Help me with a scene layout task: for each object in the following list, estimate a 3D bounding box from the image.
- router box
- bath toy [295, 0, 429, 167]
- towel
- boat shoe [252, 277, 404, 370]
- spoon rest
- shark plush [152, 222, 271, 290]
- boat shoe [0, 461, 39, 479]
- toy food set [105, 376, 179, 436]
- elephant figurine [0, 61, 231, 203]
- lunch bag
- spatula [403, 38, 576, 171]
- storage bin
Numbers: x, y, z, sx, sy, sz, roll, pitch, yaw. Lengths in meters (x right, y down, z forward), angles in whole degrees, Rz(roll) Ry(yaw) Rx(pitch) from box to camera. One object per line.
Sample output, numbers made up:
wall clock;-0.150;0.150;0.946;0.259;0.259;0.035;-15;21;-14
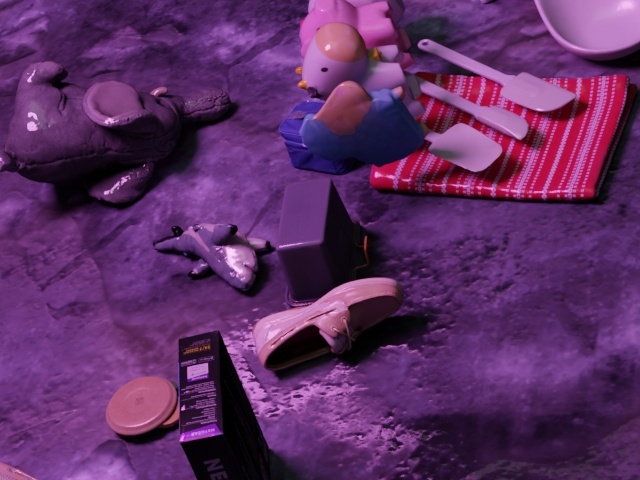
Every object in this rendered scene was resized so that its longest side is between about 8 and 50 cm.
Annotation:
router box;-0.089;0.194;1.599;0.046;0.179;0.133;-14;41;6
bath toy;0.032;-0.222;1.968;0.129;0.151;0.348;-24;33;15
towel;0.207;-0.124;1.933;0.275;0.031;0.199;4;48;27
boat shoe;0.011;0.093;1.761;0.170;0.063;0.059;-23;42;13
spoon rest;0.295;-0.293;2.038;0.137;0.084;0.276;-39;43;-19
shark plush;-0.136;0.013;1.917;0.161;0.073;0.067;13;81;28
boat shoe;-0.372;0.259;1.725;0.302;0.109;0.098;13;12;34
toy food set;-0.188;0.176;1.784;0.083;0.020;0.082;-26;40;-4
elephant figurine;-0.251;-0.135;2.062;0.239;0.169;0.186;8;76;9
lunch bag;0.004;-0.125;1.993;0.098;0.065;0.067;8;49;31
spatula;0.154;-0.163;1.958;0.168;0.019;0.242;-41;45;-20
storage bin;0.000;0.000;1.840;0.098;0.091;0.135;-8;43;15
